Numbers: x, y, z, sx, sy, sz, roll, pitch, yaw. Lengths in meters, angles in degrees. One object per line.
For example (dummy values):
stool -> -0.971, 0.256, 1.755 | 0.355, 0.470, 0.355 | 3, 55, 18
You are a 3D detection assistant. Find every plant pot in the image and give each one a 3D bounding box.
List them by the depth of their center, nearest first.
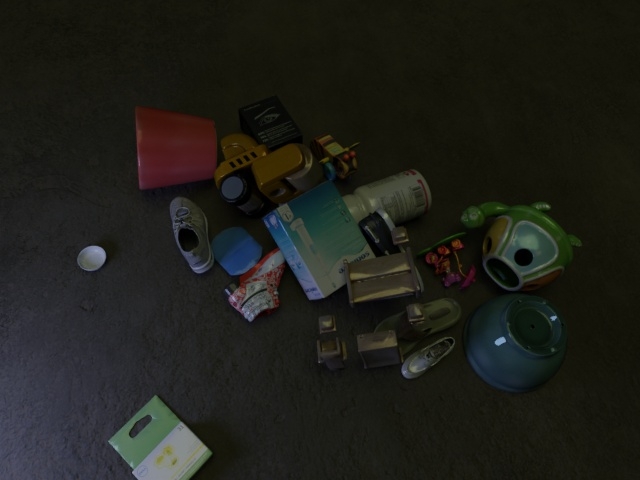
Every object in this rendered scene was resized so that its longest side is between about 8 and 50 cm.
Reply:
plant pot -> 0.583, 0.273, 1.527 | 0.293, 0.196, 0.293 | 2, 62, -3
plant pot -> -0.469, -0.298, 1.720 | 0.243, 0.275, 0.274 | -2, 62, -18

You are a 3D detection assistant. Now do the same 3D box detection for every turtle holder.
turtle holder -> 0.606, 0.008, 1.624 | 0.227, 0.243, 0.320 | -39, 103, -23

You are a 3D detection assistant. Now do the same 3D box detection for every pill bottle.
pill bottle -> 0.201, -0.117, 1.720 | 0.283, 0.160, 0.160 | -20, 66, -14

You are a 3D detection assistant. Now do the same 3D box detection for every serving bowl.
serving bowl -> -0.701, 0.059, 1.631 | 0.083, 0.027, 0.083 | 2, 62, -3

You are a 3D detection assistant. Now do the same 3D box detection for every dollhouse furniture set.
dollhouse furniture set -> 0.133, 0.171, 1.525 | 0.304, 0.173, 0.355 | -10, 59, 7

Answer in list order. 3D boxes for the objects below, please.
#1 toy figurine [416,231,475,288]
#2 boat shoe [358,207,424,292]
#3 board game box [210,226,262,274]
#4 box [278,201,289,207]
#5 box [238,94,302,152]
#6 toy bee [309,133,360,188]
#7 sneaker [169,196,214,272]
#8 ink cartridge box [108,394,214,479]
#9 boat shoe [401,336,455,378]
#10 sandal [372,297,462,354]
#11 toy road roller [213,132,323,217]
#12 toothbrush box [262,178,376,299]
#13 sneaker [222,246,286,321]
toy figurine -> 0.415, 0.082, 1.673 | 0.173, 0.130, 0.159 | -24, 75, 8
boat shoe -> 0.217, 0.048, 1.625 | 0.091, 0.114, 0.302 | -31, 98, -6
board game box -> -0.264, 0.037, 1.670 | 0.133, 0.033, 0.169 | -41, 69, -17
box -> -0.078, -0.093, 1.753 | 0.109, 0.042, 0.178 | -9, 63, -9
box -> -0.176, -0.387, 1.861 | 0.153, 0.108, 0.207 | -24, 66, -16
toy bee -> 0.077, -0.275, 1.794 | 0.298, 0.162, 0.195 | 34, 63, 13
sneaker -> -0.405, -0.039, 1.641 | 0.105, 0.115, 0.281 | -28, 60, -4
ink cartridge box -> -0.422, 0.543, 1.386 | 0.235, 0.056, 0.171 | 40, 67, 13
boat shoe -> 0.319, 0.340, 1.545 | 0.184, 0.063, 0.066 | -23, 67, -16
sandal -> 0.283, 0.246, 1.573 | 0.303, 0.086, 0.120 | -27, 67, -10
toy road roller -> -0.180, -0.240, 1.672 | 0.330, 0.202, 0.240 | -23, 73, 10
toothbrush box -> 0.000, 0.000, 1.595 | 0.216, 0.126, 0.295 | -32, 93, -24
sneaker -> -0.151, 0.131, 1.609 | 0.270, 0.090, 0.145 | -38, 82, -27
